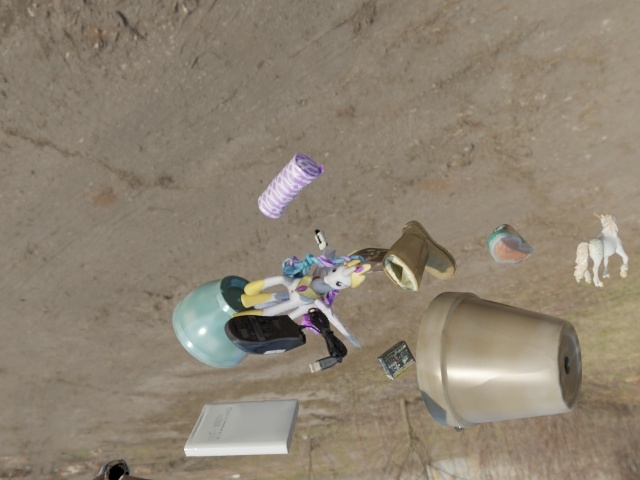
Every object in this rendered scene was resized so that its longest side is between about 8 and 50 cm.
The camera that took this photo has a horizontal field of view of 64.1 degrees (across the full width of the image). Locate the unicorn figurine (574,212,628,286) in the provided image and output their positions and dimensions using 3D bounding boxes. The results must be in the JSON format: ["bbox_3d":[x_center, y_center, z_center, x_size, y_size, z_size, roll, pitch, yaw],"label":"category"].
[{"bbox_3d":[0.493,0.015,0.892,0.060,0.111,0.162,-6,-173,44],"label":"unicorn figurine"}]

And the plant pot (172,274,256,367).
[{"bbox_3d":[-0.303,0.238,1.670,0.293,0.293,0.196,19,126,-39],"label":"plant pot"}]

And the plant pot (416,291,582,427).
[{"bbox_3d":[0.421,0.275,1.163,0.281,0.322,0.323,-6,158,39],"label":"plant pot"}]

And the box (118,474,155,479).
[{"bbox_3d":[-0.179,0.543,0.883,0.382,0.143,0.191,2,127,11],"label":"box"}]

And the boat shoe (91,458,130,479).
[{"bbox_3d":[-0.518,0.596,1.287,0.066,0.066,0.183,-29,179,-2],"label":"boat shoe"}]

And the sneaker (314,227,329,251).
[{"bbox_3d":[0.000,0.000,1.808,0.040,0.109,0.044,-39,127,19],"label":"sneaker"}]

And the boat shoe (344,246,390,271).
[{"bbox_3d":[0.217,0.069,1.834,0.258,0.095,0.095,-7,-172,-5],"label":"boat shoe"}]

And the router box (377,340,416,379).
[{"bbox_3d":[0.282,0.441,1.888,0.123,0.092,0.038,-30,-177,-24],"label":"router box"}]

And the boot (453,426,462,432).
[{"bbox_3d":[0.445,0.546,1.675,0.077,0.137,0.198,-36,153,6],"label":"boot"}]

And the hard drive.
[{"bbox_3d":[-0.232,0.567,1.558,0.308,0.203,0.040,-5,111,10],"label":"hard drive"}]

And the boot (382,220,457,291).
[{"bbox_3d":[0.292,0.079,1.492,0.236,0.269,0.089,45,121,-4],"label":"boot"}]

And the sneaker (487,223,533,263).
[{"bbox_3d":[0.617,0.003,1.730,0.108,0.121,0.302,-48,147,18],"label":"sneaker"}]

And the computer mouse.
[{"bbox_3d":[-0.073,0.233,1.116,0.262,0.184,0.060,-1,124,-34],"label":"computer mouse"}]

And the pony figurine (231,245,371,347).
[{"bbox_3d":[-0.025,0.157,1.388,0.364,0.302,0.351,-18,160,5],"label":"pony figurine"}]

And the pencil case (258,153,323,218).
[{"bbox_3d":[-0.085,-0.140,1.362,0.088,0.086,0.206,21,136,-28],"label":"pencil case"}]
